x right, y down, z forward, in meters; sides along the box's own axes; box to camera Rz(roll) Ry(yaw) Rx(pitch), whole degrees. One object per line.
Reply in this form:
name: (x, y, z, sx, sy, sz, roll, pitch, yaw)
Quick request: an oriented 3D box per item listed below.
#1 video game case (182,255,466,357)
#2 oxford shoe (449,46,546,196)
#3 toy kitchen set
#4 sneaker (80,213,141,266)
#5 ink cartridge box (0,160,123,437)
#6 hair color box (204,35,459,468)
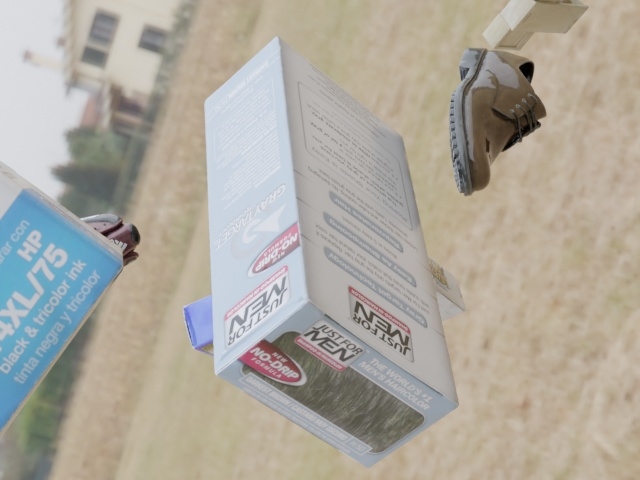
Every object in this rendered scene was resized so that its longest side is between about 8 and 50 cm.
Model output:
video game case: (0.010, 0.082, 1.728, 0.244, 0.269, 0.061, 34, -145, -61)
oxford shoe: (0.186, -0.131, 1.500, 0.227, 0.096, 0.082, -72, -21, -44)
toy kitchen set: (0.160, -0.199, 1.097, 0.083, 0.068, 0.075, -51, 58, 36)
sneaker: (-0.290, 0.024, 1.674, 0.281, 0.163, 0.106, -116, 7, -71)
ink cartridge box: (-0.266, 0.008, 0.731, 0.197, 0.270, 0.198, -54, 8, -3)
hair color box: (0.000, 0.000, 1.293, 0.113, 0.185, 0.374, -39, 34, 24)
